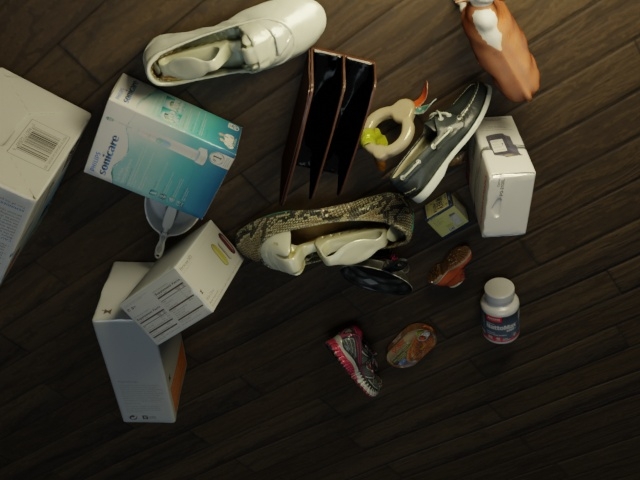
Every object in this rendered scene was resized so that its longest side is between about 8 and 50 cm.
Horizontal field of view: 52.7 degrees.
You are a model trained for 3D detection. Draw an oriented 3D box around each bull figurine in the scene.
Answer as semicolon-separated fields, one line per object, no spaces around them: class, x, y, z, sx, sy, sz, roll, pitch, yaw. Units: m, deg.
bull figurine;0.340;-0.411;1.267;0.101;0.188;0.310;-23;126;19

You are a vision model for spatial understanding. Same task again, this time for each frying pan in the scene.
frying pan;0.136;0.070;1.627;0.197;0.053;0.326;12;159;15

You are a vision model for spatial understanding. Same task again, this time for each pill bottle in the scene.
pill bottle;0.509;0.197;1.830;0.108;0.108;0.180;-9;129;8

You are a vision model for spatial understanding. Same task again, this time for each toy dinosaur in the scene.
toy dinosaur;0.243;-0.190;1.538;0.211;0.064;0.112;-7;131;8

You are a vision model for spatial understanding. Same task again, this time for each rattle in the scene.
rattle;0.196;-0.253;1.485;0.200;0.130;0.143;-45;131;2

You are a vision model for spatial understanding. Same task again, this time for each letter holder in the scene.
letter holder;0.012;-0.228;1.411;0.152;0.214;0.302;11;129;-8

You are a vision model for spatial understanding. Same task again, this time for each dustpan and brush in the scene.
dustpan and brush;-0.396;-0.043;1.676;0.147;0.060;0.211;17;128;-13

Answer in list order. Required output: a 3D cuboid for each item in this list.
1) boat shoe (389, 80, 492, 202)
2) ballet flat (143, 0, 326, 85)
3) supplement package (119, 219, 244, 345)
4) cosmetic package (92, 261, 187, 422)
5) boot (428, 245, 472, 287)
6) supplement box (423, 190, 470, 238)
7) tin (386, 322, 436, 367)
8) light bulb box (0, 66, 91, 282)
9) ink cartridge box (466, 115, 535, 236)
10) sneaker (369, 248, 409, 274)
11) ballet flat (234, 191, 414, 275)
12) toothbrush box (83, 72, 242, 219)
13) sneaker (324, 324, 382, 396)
boat shoe;0.263;-0.230;1.419;0.091;0.114;0.303;31;89;-15
ballet flat;-0.181;-0.391;1.334;0.400;0.139;0.139;-10;129;9
supplement package;-0.346;0.102;1.651;0.204;0.262;0.145;-32;108;25
cosmetic package;-0.504;0.301;1.860;0.161;0.230;0.453;1;131;0
boot;0.374;0.075;1.767;0.084;0.059;0.158;22;136;-20
supplement box;0.321;-0.065;1.645;0.083;0.056;0.083;-34;122;26
tin;0.277;0.323;1.987;0.106;0.040;0.190;22;127;-22
light bulb box;-0.721;-0.118;1.427;0.225;0.358;0.361;28;126;-18
ink cartridge box;0.399;-0.146;1.457;0.100;0.237;0.172;-3;130;4
sneaker;0.177;0.042;1.734;0.170;0.063;0.075;28;131;-15
ballet flat;0.000;0.000;1.625;0.482;0.182;0.164;-12;130;11
toothbrush box;-0.362;-0.211;1.491;0.295;0.126;0.216;21;128;-17
sneaker;0.130;0.379;1.992;0.112;0.121;0.299;-39;133;-6
